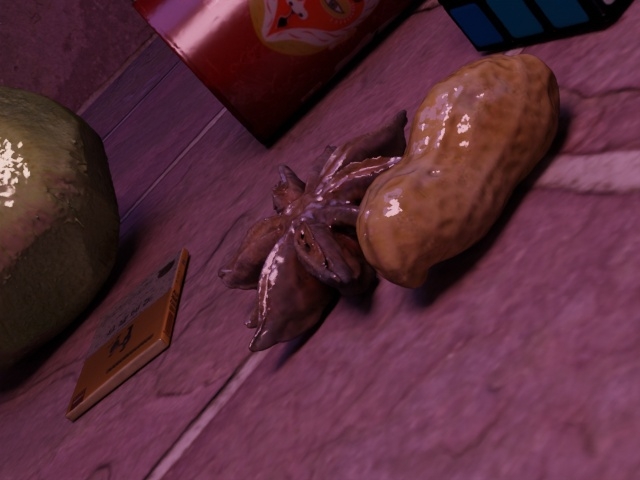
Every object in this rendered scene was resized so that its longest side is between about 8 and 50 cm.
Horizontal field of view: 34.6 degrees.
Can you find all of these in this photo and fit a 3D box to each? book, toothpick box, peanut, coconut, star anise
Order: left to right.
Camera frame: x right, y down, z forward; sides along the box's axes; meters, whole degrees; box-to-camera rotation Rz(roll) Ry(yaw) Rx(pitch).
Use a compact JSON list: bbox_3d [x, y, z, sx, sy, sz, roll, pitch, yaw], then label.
[{"bbox_3d":[-0.358,-0.014,1.107,0.328,0.281,0.329,-164,90,-87],"label":"coconut"},{"bbox_3d":[-0.172,0.080,0.934,0.118,0.012,0.172,-39,20,16],"label":"book"},{"bbox_3d":[-0.008,-0.286,1.077,0.333,0.204,0.204,-42,20,3],"label":"toothpick box"},{"bbox_3d":[0.000,0.000,0.692,0.195,0.065,0.182,-22,34,38],"label":"star anise"},{"bbox_3d":[0.079,-0.047,0.601,0.174,0.080,0.080,-52,21,-24],"label":"peanut"}]

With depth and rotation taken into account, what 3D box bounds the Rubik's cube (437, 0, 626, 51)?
[{"bbox_3d":[0.159,-0.256,0.748,0.163,0.162,0.160,-50,20,-14],"label":"Rubik's cube"}]
